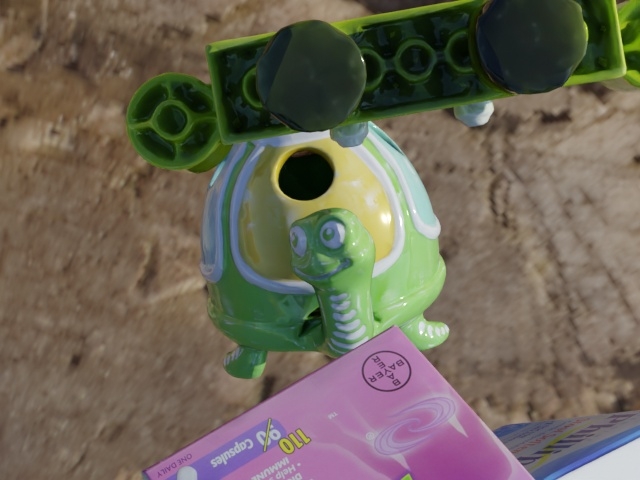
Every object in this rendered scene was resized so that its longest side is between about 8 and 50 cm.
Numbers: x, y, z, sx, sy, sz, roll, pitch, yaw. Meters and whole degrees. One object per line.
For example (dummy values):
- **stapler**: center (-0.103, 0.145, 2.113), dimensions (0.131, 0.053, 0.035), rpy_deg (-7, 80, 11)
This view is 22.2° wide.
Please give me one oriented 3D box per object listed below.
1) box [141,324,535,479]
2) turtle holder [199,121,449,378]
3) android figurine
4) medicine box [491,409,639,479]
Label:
- **box**: center (0.034, 0.216, 1.095), dimensions (0.213, 0.117, 0.243), rpy_deg (-28, 56, -20)
- **turtle holder**: center (-0.015, -0.001, 1.542), dimensions (0.243, 0.320, 0.228), rpy_deg (-2, 108, 24)
- **android figurine**: center (0.039, -0.074, 0.732), dimensions (0.248, 0.273, 0.056), rpy_deg (-10, 93, 0)
- **medicine box**: center (0.237, 0.293, 1.756), dimensions (0.263, 0.289, 0.149), rpy_deg (-17, 91, -42)
